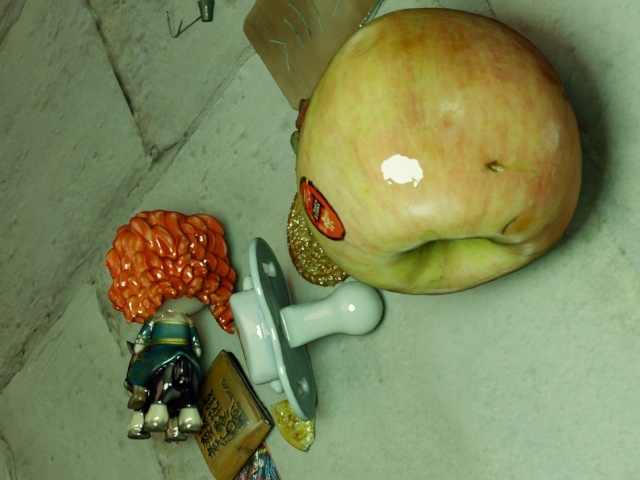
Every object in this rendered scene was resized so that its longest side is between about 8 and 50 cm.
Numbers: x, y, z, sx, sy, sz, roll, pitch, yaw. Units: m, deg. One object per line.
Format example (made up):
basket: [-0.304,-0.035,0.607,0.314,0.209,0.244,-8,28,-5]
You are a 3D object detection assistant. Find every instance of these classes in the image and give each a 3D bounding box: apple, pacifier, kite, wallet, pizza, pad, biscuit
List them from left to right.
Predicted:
wallet: [-0.168,0.310,2.019,0.161,0.042,0.195,-56,43,24]
kite: [-0.125,0.439,1.971,0.321,0.016,0.234,-1,82,48]
pizza: [-0.039,0.281,1.901,0.123,0.026,0.108,44,112,44]
pad: [-0.018,-0.410,2.017,0.284,0.018,0.286,-54,48,27]
pacifier: [-0.012,0.126,1.808,0.233,0.244,0.299,-16,87,13]
biscuit: [-0.009,0.004,1.920,0.126,0.025,0.206,-56,46,25]
apple: [0.152,-0.116,1.509,0.391,0.391,0.346,-31,53,40]

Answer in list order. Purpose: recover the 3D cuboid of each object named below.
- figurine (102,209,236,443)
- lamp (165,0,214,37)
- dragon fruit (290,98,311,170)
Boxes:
figurine: [-0.271,0.155,2.030,0.306,0.241,0.412,-120,34,-79]
lamp: [-0.255,-0.439,2.278,0.121,0.041,0.054,-6,87,44]
dragon fruit: [0.036,-0.160,1.799,0.188,0.182,0.182,33,108,27]
